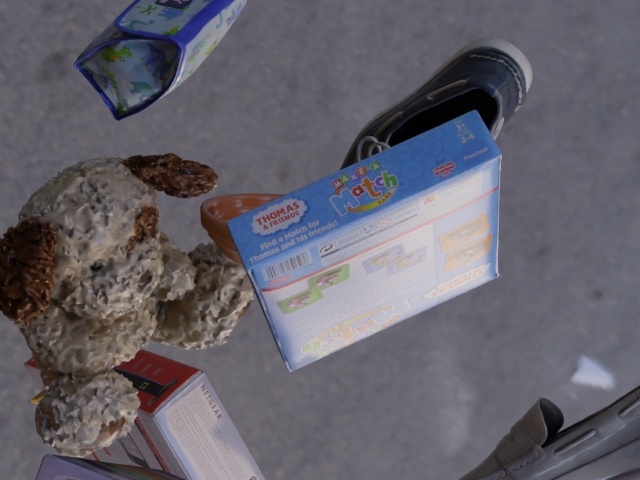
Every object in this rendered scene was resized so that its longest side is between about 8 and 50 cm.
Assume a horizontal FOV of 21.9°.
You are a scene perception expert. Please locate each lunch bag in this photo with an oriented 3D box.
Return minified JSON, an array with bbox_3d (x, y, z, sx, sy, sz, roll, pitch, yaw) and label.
[{"bbox_3d":[-0.146,-0.199,1.601,0.096,0.151,0.129,53,50,-17],"label":"lunch bag"}]

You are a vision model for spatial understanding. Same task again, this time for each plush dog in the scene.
[{"bbox_3d":[-0.198,0.021,1.453,0.262,0.211,0.225,-41,153,-33],"label":"plush dog"}]

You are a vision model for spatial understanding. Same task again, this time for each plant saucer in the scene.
[{"bbox_3d":[0.000,0.000,1.338,0.200,0.200,0.037,-2,105,-42],"label":"plant saucer"}]

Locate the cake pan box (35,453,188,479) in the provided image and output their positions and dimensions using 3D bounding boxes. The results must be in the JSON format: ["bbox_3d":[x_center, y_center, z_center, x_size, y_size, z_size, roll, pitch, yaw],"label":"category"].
[{"bbox_3d":[-0.050,0.231,1.174,0.246,0.267,0.070,30,80,-72],"label":"cake pan box"}]

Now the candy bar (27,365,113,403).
[{"bbox_3d":[-0.245,0.138,1.700,0.040,0.018,0.161,21,137,-31],"label":"candy bar"}]

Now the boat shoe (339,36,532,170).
[{"bbox_3d":[0.084,-0.071,1.423,0.254,0.095,0.079,-38,-169,39],"label":"boat shoe"}]

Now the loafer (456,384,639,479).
[{"bbox_3d":[0.225,0.209,1.623,0.319,0.111,0.112,-21,178,15],"label":"loafer"}]

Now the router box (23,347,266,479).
[{"bbox_3d":[-0.182,0.276,2.005,0.082,0.301,0.335,-41,121,-25],"label":"router box"}]

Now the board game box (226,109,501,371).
[{"bbox_3d":[0.034,0.007,1.034,0.160,0.039,0.211,-24,158,-4],"label":"board game box"}]
